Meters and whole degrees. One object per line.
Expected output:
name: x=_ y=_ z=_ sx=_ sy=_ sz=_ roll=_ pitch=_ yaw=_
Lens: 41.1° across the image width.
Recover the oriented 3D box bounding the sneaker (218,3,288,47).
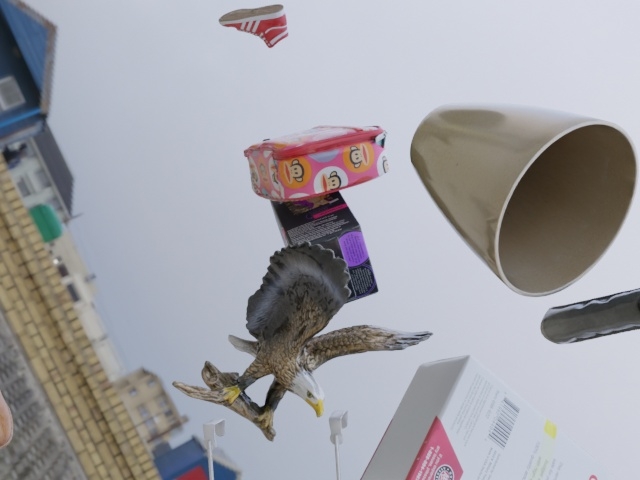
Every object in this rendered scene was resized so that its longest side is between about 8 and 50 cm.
sneaker: x=-0.111 y=-0.359 z=1.452 sx=0.042 sy=0.119 sz=0.067 roll=-73 pitch=154 yaw=-46

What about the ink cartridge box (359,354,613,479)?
ink cartridge box: x=0.297 y=0.429 z=1.501 sx=0.385 sy=0.279 sz=0.160 roll=40 pitch=-29 yaw=-14

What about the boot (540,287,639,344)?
boot: x=0.386 y=0.096 z=1.129 sx=0.209 sy=0.190 sz=0.076 roll=-9 pitch=-101 yaw=39

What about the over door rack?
over door rack: x=-0.076 y=0.434 z=1.347 sx=0.108 sy=0.240 sz=0.324 roll=49 pitch=37 yaw=-70

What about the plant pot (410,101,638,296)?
plant pot: x=0.260 y=-0.093 z=1.231 sx=0.274 sy=0.257 sz=0.256 roll=39 pitch=-30 yaw=48

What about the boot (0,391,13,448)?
boot: x=-0.604 y=0.278 z=1.526 sx=0.197 sy=0.073 sz=0.152 roll=67 pitch=-24 yaw=6

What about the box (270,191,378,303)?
box: x=0.000 y=0.000 z=1.727 sx=0.270 sy=0.143 sz=0.165 roll=-115 pitch=-173 yaw=-61

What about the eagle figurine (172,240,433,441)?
eagle figurine: x=-0.019 y=0.152 z=1.218 sx=0.225 sy=0.298 sz=0.226 roll=46 pitch=11 yaw=17

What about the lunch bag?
lunch bag: x=0.006 y=-0.157 z=1.659 sx=0.293 sy=0.258 sz=0.120 roll=-162 pitch=-121 yaw=-67
